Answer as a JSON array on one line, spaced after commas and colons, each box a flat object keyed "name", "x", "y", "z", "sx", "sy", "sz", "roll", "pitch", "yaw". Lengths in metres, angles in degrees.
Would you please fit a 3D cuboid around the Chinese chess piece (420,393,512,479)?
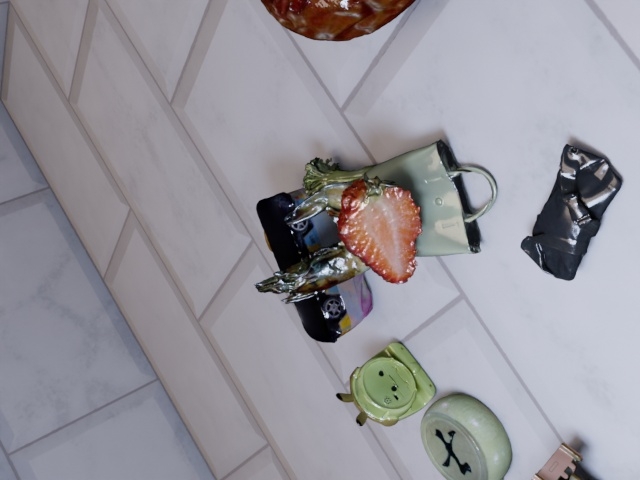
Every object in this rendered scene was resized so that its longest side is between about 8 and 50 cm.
[{"name": "Chinese chess piece", "x": 0.333, "y": 0.469, "z": 1.940, "sx": 0.238, "sy": 0.092, "sz": 0.237, "roll": 33, "pitch": 136, "yaw": 39}]

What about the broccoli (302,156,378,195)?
[{"name": "broccoli", "x": 0.054, "y": -0.139, "z": 1.931, "sx": 0.204, "sy": 0.122, "sz": 0.118, "roll": -3, "pitch": 87, "yaw": 40}]

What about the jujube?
[{"name": "jujube", "x": 0.049, "y": -0.515, "z": 1.539, "sx": 0.377, "sy": 0.276, "sz": 0.276, "roll": -21, "pitch": 94, "yaw": 55}]

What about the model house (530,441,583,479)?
[{"name": "model house", "x": 0.517, "y": 0.583, "z": 1.702, "sx": 0.244, "sy": 0.169, "sz": 0.326, "roll": 37, "pitch": 141, "yaw": 26}]

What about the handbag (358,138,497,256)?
[{"name": "handbag", "x": 0.222, "y": -0.075, "z": 1.729, "sx": 0.315, "sy": 0.109, "sz": 0.241, "roll": -9, "pitch": 104, "yaw": 53}]

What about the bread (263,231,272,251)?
[{"name": "bread", "x": -0.104, "y": 0.002, "z": 2.292, "sx": 0.132, "sy": 0.053, "sz": 0.074, "roll": 11, "pitch": 120, "yaw": 54}]

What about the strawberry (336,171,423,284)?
[{"name": "strawberry", "x": 0.118, "y": -0.036, "z": 1.734, "sx": 0.106, "sy": 0.175, "sz": 0.235, "roll": -95, "pitch": 10, "yaw": -60}]

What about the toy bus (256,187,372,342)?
[{"name": "toy bus", "x": 0.000, "y": 0.050, "z": 2.071, "sx": 0.171, "sy": 0.162, "sz": 0.386, "roll": -11, "pitch": 101, "yaw": 62}]

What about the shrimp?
[{"name": "shrimp", "x": 0.000, "y": 0.000, "z": 1.906, "sx": 0.071, "sy": 0.365, "sz": 0.233, "roll": -98, "pitch": -17, "yaw": -69}]

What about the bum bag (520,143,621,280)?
[{"name": "bum bag", "x": 0.434, "y": -0.043, "z": 1.479, "sx": 0.123, "sy": 0.060, "sz": 0.248, "roll": 42, "pitch": 140, "yaw": 34}]

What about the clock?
[{"name": "clock", "x": 0.146, "y": 0.358, "z": 2.002, "sx": 0.170, "sy": 0.232, "sz": 0.069, "roll": 52, "pitch": 146, "yaw": 18}]
